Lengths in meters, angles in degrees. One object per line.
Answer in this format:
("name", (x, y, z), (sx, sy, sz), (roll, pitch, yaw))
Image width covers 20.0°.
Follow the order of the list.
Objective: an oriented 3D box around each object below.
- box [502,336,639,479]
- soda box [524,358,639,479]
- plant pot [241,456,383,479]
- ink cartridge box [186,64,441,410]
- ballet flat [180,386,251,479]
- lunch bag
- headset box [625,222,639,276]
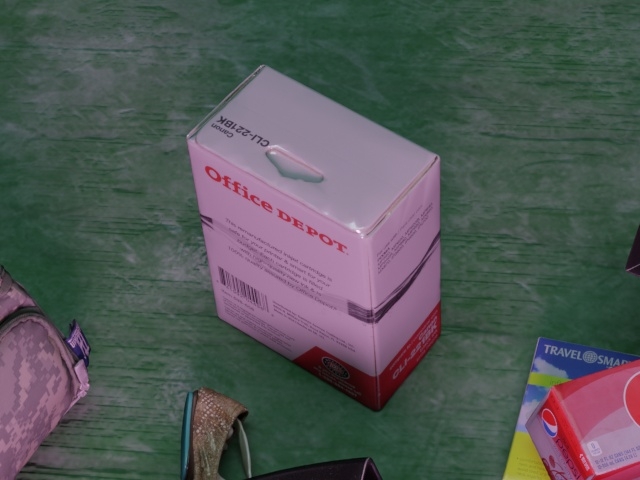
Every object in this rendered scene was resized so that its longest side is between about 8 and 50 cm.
("box", (0.235, 0.162, 1.640), (0.109, 0.042, 0.178), (11, 56, 12))
("soda box", (0.318, 0.147, 1.579), (0.263, 0.083, 0.092), (-15, 64, -21))
("plant pot", (-0.031, 0.298, 1.483), (0.167, 0.188, 0.187), (0, 52, 22))
("ink cartridge box", (0.000, 0.000, 1.634), (0.197, 0.273, 0.114), (29, 61, 23))
("ballet flat", (-0.096, 0.223, 1.606), (0.067, 0.073, 0.206), (10, 57, -6))
("lunch bag", (-0.369, 0.143, 1.583), (0.212, 0.256, 0.305), (-3, 44, 48))
("headset box", (0.422, -0.003, 1.630), (0.218, 0.110, 0.293), (22, 15, 18))
